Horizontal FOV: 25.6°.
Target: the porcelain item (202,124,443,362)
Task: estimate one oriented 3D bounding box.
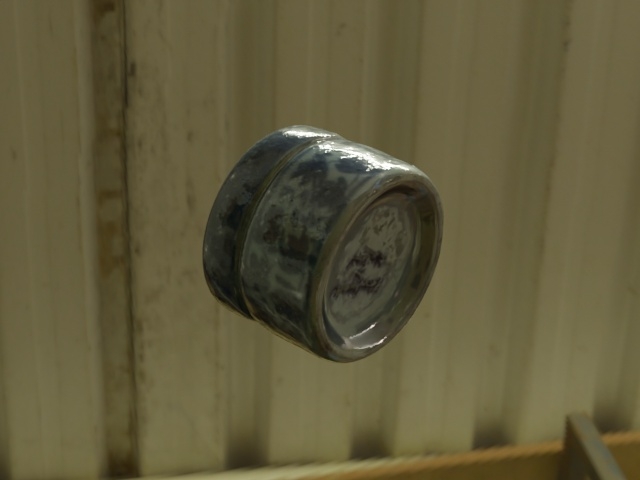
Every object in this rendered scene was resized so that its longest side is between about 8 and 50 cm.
[{"bbox_3d":[0.000,0.000,0.973,0.147,0.114,0.147,-33,-45,-40],"label":"porcelain item"}]
